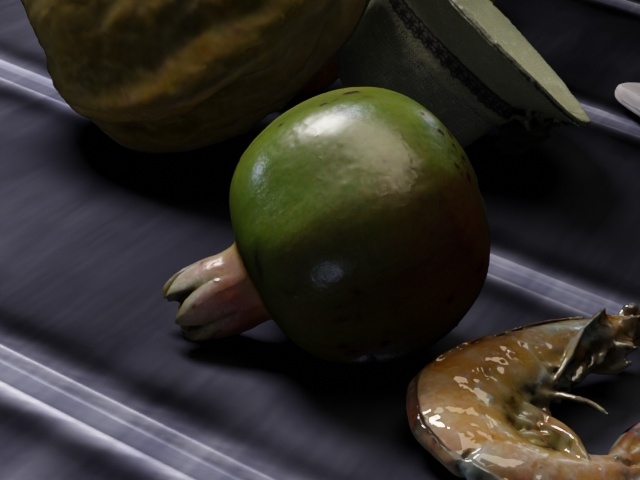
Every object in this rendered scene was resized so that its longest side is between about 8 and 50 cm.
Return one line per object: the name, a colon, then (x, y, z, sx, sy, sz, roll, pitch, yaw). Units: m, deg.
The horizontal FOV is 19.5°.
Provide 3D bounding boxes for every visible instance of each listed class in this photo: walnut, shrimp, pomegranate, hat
walnut: (-0.089, -0.194, 1.411, 0.283, 0.227, 0.283, -17, 48, 20)
shrimp: (0.156, 0.097, 1.127, 0.143, 0.052, 0.251, 35, 41, 27)
pomegranate: (0.000, 0.000, 1.157, 0.210, 0.180, 0.180, -23, 27, 0)
hat: (0.087, -0.144, 1.512, 0.257, 0.130, 0.257, 43, 14, -14)

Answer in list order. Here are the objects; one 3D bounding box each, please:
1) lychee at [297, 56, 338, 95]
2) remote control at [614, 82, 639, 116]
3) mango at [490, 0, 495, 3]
lychee: (-0.012, -0.176, 1.609, 0.140, 0.101, 0.114, -8, 11, -37)
remote control: (0.395, -0.123, 1.742, 0.261, 0.029, 0.067, 0, 25, -26)
mango: (0.118, -0.257, 1.882, 0.122, 0.085, 0.191, 18, 32, -5)
